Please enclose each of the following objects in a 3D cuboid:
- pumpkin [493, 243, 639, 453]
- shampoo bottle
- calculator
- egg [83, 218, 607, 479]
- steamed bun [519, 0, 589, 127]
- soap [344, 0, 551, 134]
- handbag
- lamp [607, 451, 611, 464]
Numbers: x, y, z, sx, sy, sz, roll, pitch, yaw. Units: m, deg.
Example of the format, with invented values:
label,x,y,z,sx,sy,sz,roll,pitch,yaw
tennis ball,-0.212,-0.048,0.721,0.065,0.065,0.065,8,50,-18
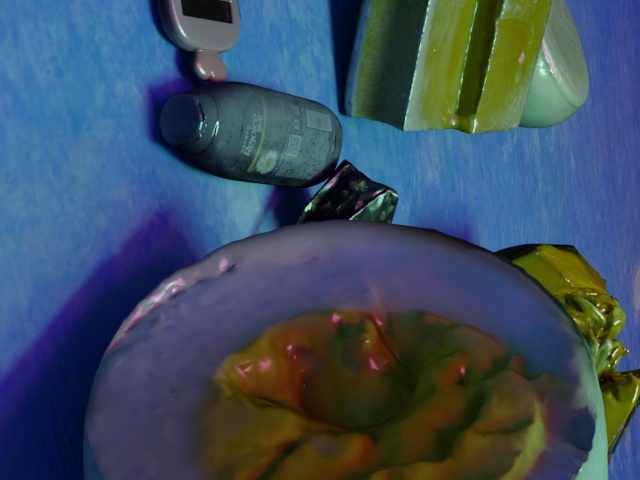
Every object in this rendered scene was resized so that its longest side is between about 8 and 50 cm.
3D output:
label,x,y,z,sx,sy,sz,roll,pitch,yaw
pumpkin,0.267,0.157,1.234,0.303,0.256,0.225,59,13,13
shampoo bottle,-0.055,-0.094,0.895,0.234,0.049,0.087,0,102,-60
calculator,-0.105,-0.215,0.846,0.103,0.024,0.165,-10,95,-61
egg,0.022,0.211,0.743,0.354,0.355,0.339,-57,152,-45
steamed bun,0.267,-0.261,1.377,0.232,0.145,0.231,34,47,-46
soap,0.153,-0.268,1.116,0.259,0.143,0.281,-12,119,-48
handbag,0.000,0.000,0.962,0.139,0.072,0.115,-32,150,-39
lamp,0.362,0.303,1.495,0.182,0.140,0.182,14,63,-30
